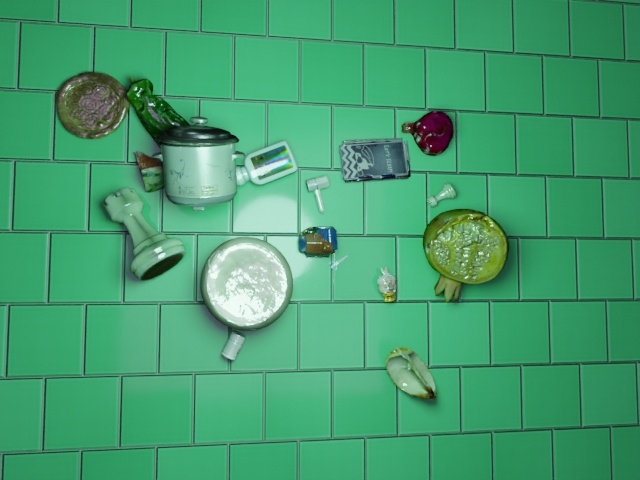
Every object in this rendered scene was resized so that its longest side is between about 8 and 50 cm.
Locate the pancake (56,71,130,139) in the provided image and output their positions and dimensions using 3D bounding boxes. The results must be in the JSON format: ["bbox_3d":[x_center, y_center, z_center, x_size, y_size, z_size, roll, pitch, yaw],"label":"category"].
[{"bbox_3d":[-0.812,-0.483,1.784,0.250,0.031,0.250,0,87,-7],"label":"pancake"}]

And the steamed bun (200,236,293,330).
[{"bbox_3d":[-0.254,0.148,1.734,0.324,0.206,0.324,1,87,-11],"label":"steamed bun"}]

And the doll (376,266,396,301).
[{"bbox_3d":[0.250,0.163,1.866,0.073,0.084,0.127,-12,95,-9],"label":"doll"}]

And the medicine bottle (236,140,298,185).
[{"bbox_3d":[-0.207,-0.268,1.830,0.229,0.083,0.121,-23,92,-8],"label":"medicine bottle"}]

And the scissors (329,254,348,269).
[{"bbox_3d":[0.071,0.078,1.886,0.083,0.006,0.036,-36,90,-8],"label":"scissors"}]

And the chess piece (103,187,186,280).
[{"bbox_3d":[-0.615,-0.030,1.719,0.194,0.194,0.299,-34,82,-9],"label":"chess piece"}]

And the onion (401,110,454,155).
[{"bbox_3d":[0.408,-0.415,1.900,0.198,0.135,0.173,9,82,-5],"label":"onion"}]

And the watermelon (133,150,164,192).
[{"bbox_3d":[-0.600,-0.242,1.795,0.098,0.121,0.158,-20,45,-23],"label":"watermelon"}]

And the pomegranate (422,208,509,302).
[{"bbox_3d":[0.513,0.043,1.862,0.310,0.216,0.358,14,115,-7],"label":"pomegranate"}]

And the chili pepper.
[{"bbox_3d":[-0.592,-0.465,1.784,0.136,0.099,0.270,-36,98,15],"label":"chili pepper"}]

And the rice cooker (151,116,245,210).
[{"bbox_3d":[-0.407,-0.265,1.691,0.317,0.264,0.316,-1,108,-2],"label":"rice cooker"}]

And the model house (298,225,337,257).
[{"bbox_3d":[0.000,0.000,1.810,0.148,0.149,0.119,1,85,-10],"label":"model house"}]

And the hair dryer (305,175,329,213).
[{"bbox_3d":[-0.001,-0.168,1.874,0.082,0.047,0.137,-14,94,-9],"label":"hair dryer"}]

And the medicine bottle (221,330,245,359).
[{"bbox_3d":[-0.310,0.375,1.788,0.057,0.057,0.089,26,83,-6],"label":"medicine bottle"}]

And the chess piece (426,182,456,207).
[{"bbox_3d":[0.462,-0.169,1.931,0.103,0.067,0.067,-32,91,0],"label":"chess piece"}]

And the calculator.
[{"bbox_3d":[0.210,-0.308,1.920,0.274,0.028,0.165,-5,84,-10],"label":"calculator"}]

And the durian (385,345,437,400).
[{"bbox_3d":[0.328,0.484,1.832,0.144,0.139,0.252,-28,91,-4],"label":"durian"}]
